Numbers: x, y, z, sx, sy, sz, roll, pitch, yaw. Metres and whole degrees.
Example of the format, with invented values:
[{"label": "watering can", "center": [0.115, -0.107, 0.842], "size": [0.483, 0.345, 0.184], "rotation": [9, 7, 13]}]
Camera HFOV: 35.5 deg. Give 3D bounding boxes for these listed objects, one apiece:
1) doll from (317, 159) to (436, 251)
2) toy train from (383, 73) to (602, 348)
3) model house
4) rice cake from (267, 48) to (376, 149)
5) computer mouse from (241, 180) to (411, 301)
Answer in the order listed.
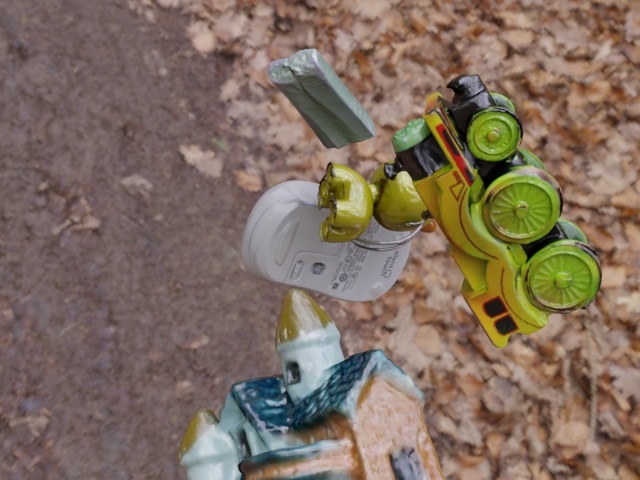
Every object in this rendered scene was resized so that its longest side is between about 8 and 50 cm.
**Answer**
[{"label": "doll", "center": [0.108, -0.056, 1.435], "size": [0.220, 0.143, 0.135], "rotation": [3, 53, -17]}, {"label": "toy train", "center": [0.185, -0.031, 1.080], "size": [0.296, 0.160, 0.100], "rotation": [58, 18, -15]}, {"label": "model house", "center": [-0.020, 0.184, 0.864], "size": [0.184, 0.253, 0.291], "rotation": [1, 67, -33]}, {"label": "rice cake", "center": [0.002, -0.189, 1.363], "size": [0.222, 0.080, 0.042], "rotation": [42, 42, -59]}, {"label": "computer mouse", "center": [0.000, 0.000, 1.584], "size": [0.296, 0.184, 0.121], "rotation": [6, 18, -36]}]
